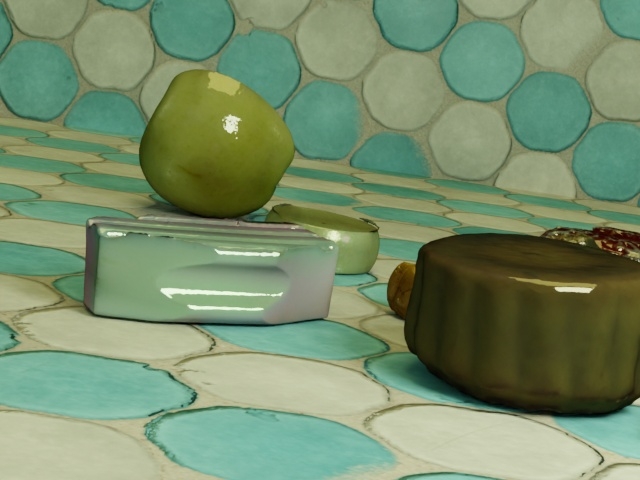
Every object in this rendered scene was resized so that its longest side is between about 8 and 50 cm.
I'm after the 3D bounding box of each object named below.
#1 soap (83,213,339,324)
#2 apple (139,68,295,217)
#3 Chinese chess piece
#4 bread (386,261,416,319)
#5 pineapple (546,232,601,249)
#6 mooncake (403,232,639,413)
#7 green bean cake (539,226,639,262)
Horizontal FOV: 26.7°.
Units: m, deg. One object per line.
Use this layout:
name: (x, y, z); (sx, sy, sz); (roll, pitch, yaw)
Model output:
soap: (-0.141, 0.035, 1.693); (0.324, 0.109, 0.193); (4, 9, -27)
apple: (-0.192, -0.156, 2.448); (0.258, 0.233, 0.295); (28, -8, -5)
Chinese chess piece: (0.000, 0.000, 2.140); (0.188, 0.083, 0.188); (11, 9, -2)
bread: (0.123, 0.068, 1.828); (0.046, 0.081, 0.083); (14, 38, -28)
pineapple: (0.360, 0.038, 2.189); (0.197, 0.108, 0.108); (1, 3, 38)
mooncake: (0.237, 0.089, 1.529); (0.290, 0.161, 0.290); (6, 10, -1)
green bean cake: (0.500, 0.034, 2.294); (0.198, 0.097, 0.232); (13, 11, 31)
